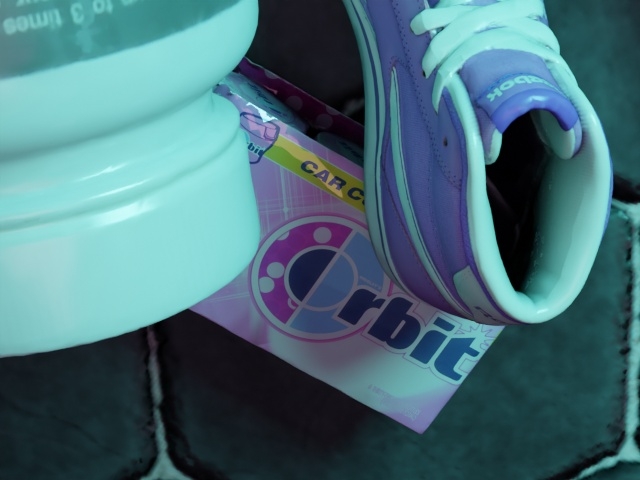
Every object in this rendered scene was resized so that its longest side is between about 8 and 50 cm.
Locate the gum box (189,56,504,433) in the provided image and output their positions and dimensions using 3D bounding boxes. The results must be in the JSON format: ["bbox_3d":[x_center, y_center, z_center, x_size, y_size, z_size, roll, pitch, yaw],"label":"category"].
[{"bbox_3d":[0.000,0.000,0.891,0.188,0.062,0.107,29,111,-15],"label":"gum box"}]

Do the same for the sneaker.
[{"bbox_3d":[0.067,-0.102,0.764,0.102,0.161,0.282,-14,98,-11],"label":"sneaker"}]

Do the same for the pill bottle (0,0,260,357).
[{"bbox_3d":[-0.136,-0.151,0.715,0.204,0.204,0.361,-9,109,2],"label":"pill bottle"}]
